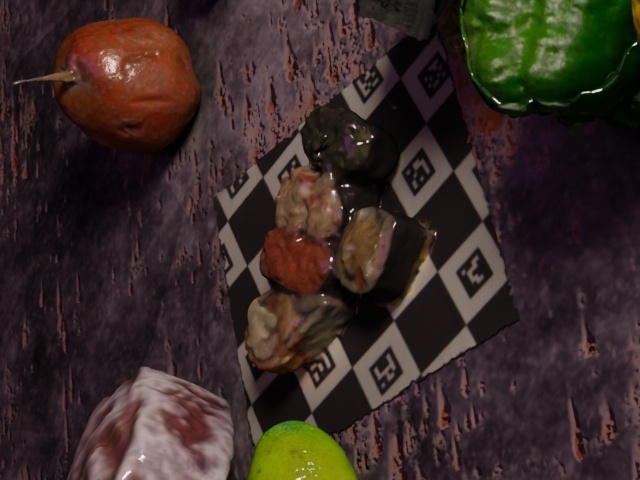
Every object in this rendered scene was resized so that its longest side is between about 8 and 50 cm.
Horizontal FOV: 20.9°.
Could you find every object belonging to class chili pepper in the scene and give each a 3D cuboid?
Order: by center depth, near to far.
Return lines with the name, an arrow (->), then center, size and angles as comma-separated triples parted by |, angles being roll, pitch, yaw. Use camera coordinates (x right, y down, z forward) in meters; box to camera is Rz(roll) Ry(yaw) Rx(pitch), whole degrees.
chili pepper -> 0.219, -0.266, 1.273 | 0.213, 0.167, 0.384 | 13, 103, 35

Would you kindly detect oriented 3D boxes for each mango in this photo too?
mango -> -0.017, 0.233, 1.451 | 0.119, 0.100, 0.178 | -18, 61, 16

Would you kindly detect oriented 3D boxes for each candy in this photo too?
candy -> -0.150, 0.232, 1.541 | 0.289, 0.157, 0.214 | -108, 41, -76

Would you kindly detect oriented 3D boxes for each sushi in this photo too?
sushi -> 0.000, 0.000, 1.548 | 0.339, 0.069, 0.320 | -36, 52, 37

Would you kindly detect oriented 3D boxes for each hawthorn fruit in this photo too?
hawthorn fruit -> -0.203, -0.166, 1.773 | 0.149, 0.189, 0.149 | -5, 75, 18

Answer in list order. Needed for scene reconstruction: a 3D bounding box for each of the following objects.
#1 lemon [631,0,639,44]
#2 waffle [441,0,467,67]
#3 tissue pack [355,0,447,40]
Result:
lemon -> 0.324, -0.171, 1.083 | 0.267, 0.267, 0.267 | -21, 62, 45
waffle -> 0.170, -0.219, 1.448 | 0.183, 0.036, 0.169 | -59, 35, 16
tissue pack -> 0.108, -0.307, 1.422 | 0.185, 0.081, 0.257 | 86, -153, -84
